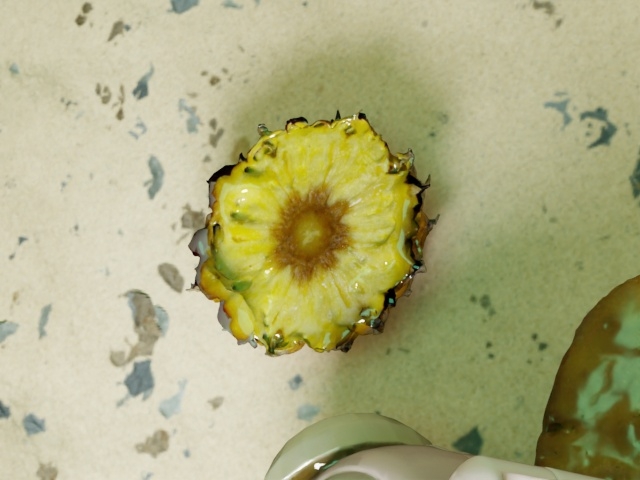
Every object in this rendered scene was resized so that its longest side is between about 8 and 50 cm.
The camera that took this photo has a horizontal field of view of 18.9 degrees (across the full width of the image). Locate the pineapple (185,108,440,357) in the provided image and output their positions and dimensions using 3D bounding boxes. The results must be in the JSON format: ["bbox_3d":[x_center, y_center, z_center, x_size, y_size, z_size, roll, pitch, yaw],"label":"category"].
[{"bbox_3d":[0.000,0.000,1.518,0.225,0.076,0.224,-8,70,22],"label":"pineapple"}]

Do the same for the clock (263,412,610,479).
[{"bbox_3d":[0.058,0.288,1.300,0.326,0.184,0.342,-6,67,57],"label":"clock"}]

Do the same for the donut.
[{"bbox_3d":[0.284,0.155,1.337,0.278,0.108,0.277,-6,73,21],"label":"donut"}]
